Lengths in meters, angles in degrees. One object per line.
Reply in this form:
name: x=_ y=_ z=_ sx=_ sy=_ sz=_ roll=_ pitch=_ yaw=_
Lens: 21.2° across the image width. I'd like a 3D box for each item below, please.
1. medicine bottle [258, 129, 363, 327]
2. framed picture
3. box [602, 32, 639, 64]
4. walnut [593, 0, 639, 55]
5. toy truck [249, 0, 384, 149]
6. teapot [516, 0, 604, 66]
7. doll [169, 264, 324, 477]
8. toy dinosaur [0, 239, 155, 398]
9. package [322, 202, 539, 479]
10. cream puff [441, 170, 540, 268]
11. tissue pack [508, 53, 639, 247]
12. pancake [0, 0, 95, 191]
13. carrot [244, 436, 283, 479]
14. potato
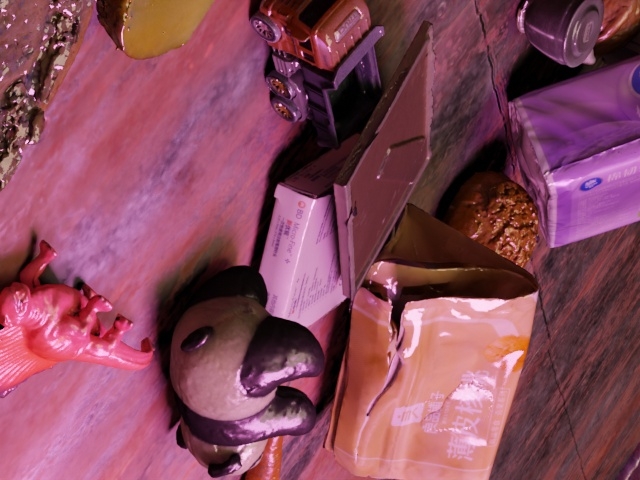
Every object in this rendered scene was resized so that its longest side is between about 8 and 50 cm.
medicine bottle: x=0.000 y=0.000 z=1.812 sx=0.171 sy=0.052 sz=0.201 roll=-36 pitch=148 yaw=-50
framed picture: x=0.070 y=-0.076 z=1.766 sx=0.209 sy=0.019 sz=0.281 roll=-61 pitch=166 yaw=-22
box: x=0.469 y=-0.331 z=2.289 sx=0.225 sy=0.117 sz=0.225 roll=-61 pitch=156 yaw=1
walnut: x=0.357 y=-0.286 z=2.143 sx=0.124 sy=0.105 sz=0.105 roll=-57 pitch=156 yaw=-7
toy truck: x=0.004 y=-0.170 z=1.595 sx=0.083 sy=0.092 sz=0.192 roll=-49 pitch=153 yaw=-21
teapot: x=0.282 y=-0.251 z=2.048 sx=0.092 sy=0.091 sz=0.124 roll=-43 pitch=145 yaw=-33
doll: x=-0.087 y=0.140 z=1.724 sx=0.135 sy=0.143 sz=0.234 roll=-27 pitch=145 yaw=-25
toy dinosaur: x=-0.233 y=0.101 z=1.490 sx=0.139 sy=0.070 sz=0.286 roll=-46 pitch=157 yaw=-6
package: x=0.107 y=0.151 z=2.006 sx=0.165 sy=0.221 sz=0.311 roll=-33 pitch=145 yaw=-41
cream puff: x=0.215 y=-0.005 z=2.157 sx=0.150 sy=0.115 sz=0.165 roll=-46 pitch=153 yaw=-35
tissue pack: x=0.415 y=-0.135 z=2.166 sx=0.338 sy=0.160 sz=0.242 roll=-18 pitch=158 yaw=0
pancake: x=-0.255 y=-0.125 z=1.195 sx=0.282 sy=0.049 sz=0.282 roll=-44 pitch=151 yaw=-33
carrot: x=-0.063 y=0.252 z=1.999 sx=0.047 sy=0.047 sz=0.191 roll=-28 pitch=137 yaw=-50
potato: x=-0.116 y=-0.221 z=1.357 sx=0.198 sy=0.054 sz=0.119 roll=-51 pitch=154 yaw=-29
